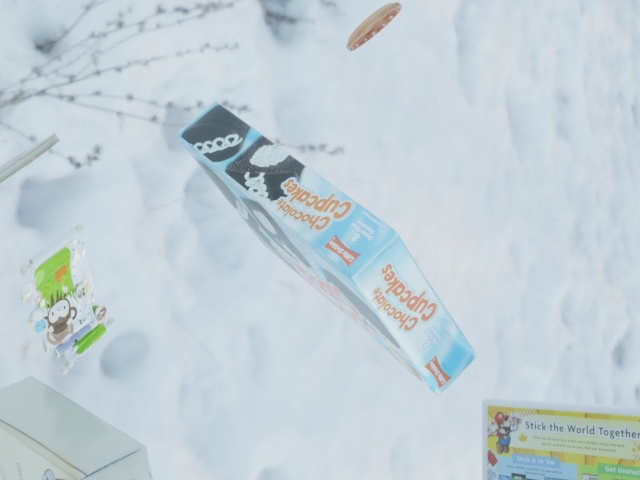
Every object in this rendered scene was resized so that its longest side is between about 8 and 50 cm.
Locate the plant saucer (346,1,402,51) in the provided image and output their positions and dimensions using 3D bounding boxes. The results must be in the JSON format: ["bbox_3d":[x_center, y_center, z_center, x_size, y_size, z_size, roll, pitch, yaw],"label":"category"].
[{"bbox_3d":[0.063,-0.260,1.348,0.013,0.083,0.083,51,42,1],"label":"plant saucer"}]

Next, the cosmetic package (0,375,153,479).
[{"bbox_3d":[-0.361,0.322,1.565,0.113,0.309,0.160,-23,116,-38],"label":"cosmetic package"}]

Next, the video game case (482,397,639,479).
[{"bbox_3d":[0.248,0.260,1.066,0.026,0.227,0.206,5,84,-41],"label":"video game case"}]

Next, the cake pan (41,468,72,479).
[{"bbox_3d":[-0.277,0.402,1.245,0.054,0.293,0.293,0,84,-19],"label":"cake pan"}]

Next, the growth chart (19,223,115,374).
[{"bbox_3d":[-0.399,0.095,1.755,0.172,0.021,0.237,-55,147,-44],"label":"growth chart"}]

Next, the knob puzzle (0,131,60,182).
[{"bbox_3d":[-0.338,-0.054,1.066,0.030,0.213,0.213,57,43,-13],"label":"knob puzzle"}]

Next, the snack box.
[{"bbox_3d":[0.000,0.000,1.059,0.060,0.322,0.187,-43,132,-7],"label":"snack box"}]
